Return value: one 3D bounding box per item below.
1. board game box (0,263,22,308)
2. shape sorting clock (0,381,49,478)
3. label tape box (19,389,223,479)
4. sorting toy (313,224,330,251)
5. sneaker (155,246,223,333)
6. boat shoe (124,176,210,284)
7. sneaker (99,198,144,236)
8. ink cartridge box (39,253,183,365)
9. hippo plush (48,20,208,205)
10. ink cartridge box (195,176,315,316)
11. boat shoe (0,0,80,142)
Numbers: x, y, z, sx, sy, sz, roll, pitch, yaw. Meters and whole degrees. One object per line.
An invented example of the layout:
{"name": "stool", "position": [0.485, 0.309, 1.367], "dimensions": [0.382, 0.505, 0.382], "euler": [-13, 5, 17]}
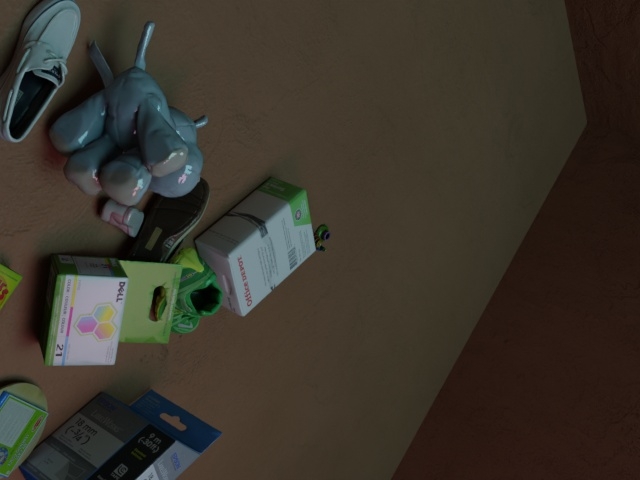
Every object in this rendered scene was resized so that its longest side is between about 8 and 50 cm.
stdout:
{"name": "board game box", "position": [-0.598, 0.113, 1.389], "dimensions": [0.181, 0.043, 0.092], "euler": [-58, 147, -12]}
{"name": "shape sorting clock", "position": [-0.602, 0.363, 1.550], "dimensions": [0.206, 0.040, 0.206], "euler": [-35, 135, -45]}
{"name": "label tape box", "position": [-0.407, 0.428, 1.695], "dimensions": [0.334, 0.241, 0.105], "euler": [-42, 139, -35]}
{"name": "sorting toy", "position": [0.000, 0.000, 2.197], "dimensions": [0.102, 0.042, 0.061], "euler": [-29, 133, -45]}
{"name": "sneaker", "position": [-0.279, 0.134, 1.757], "dimensions": [0.109, 0.124, 0.295], "euler": [-46, 166, -30]}
{"name": "boat shoe", "position": [-0.320, -0.021, 1.689], "dimensions": [0.257, 0.095, 0.095], "euler": [-54, 180, -14]}
{"name": "sneaker", "position": [-0.388, -0.048, 1.597], "dimensions": [0.134, 0.070, 0.050], "euler": [106, 6, -78]}
{"name": "ink cartridge box", "position": [-0.389, 0.135, 1.564], "dimensions": [0.255, 0.097, 0.188], "euler": [4, 109, -27]}
{"name": "hippo plush", "position": [-0.334, -0.184, 1.487], "dimensions": [0.236, 0.235, 0.294], "euler": [41, 32, -75]}
{"name": "ink cartridge box", "position": [-0.147, 0.013, 1.921], "dimensions": [0.273, 0.115, 0.198], "euler": [-42, 141, -33]}
{"name": "boat shoe", "position": [-0.447, -0.272, 1.318], "dimensions": [0.095, 0.084, 0.258], "euler": [28, 87, -58]}
